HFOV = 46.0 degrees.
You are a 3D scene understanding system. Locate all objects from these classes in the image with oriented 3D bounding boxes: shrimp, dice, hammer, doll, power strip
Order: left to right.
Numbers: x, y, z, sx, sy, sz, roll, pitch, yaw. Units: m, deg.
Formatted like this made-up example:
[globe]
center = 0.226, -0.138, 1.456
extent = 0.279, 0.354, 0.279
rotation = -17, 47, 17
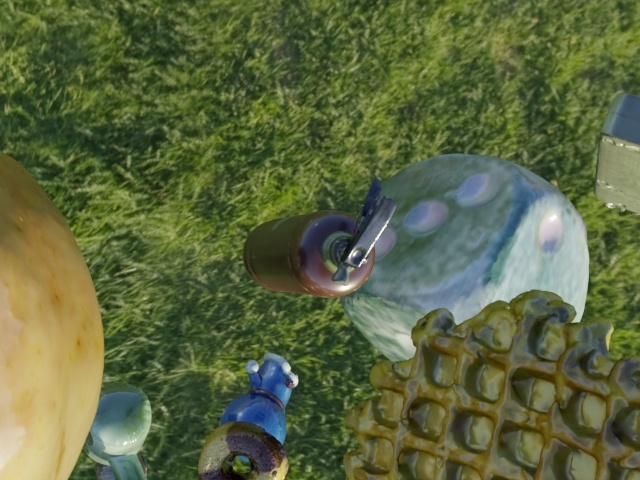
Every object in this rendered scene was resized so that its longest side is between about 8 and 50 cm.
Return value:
[shrimp]
center = -0.411, 0.491, 1.572
extent = 0.126, 0.223, 0.047
rotation = 22, 111, -36
[hammer]
center = -0.315, 0.420, 1.304
extent = 0.119, 0.206, 0.335
rotation = -20, 73, -26
[doll]
center = -0.148, 0.399, 1.803
extent = 0.215, 0.161, 0.257
rotation = 57, 42, -29
[dice]
center = 0.261, 0.060, 1.352
extent = 0.348, 0.328, 0.330
rotation = -55, 131, -22
[power strip]
center = 0.356, -0.077, 0.835
extent = 0.093, 0.288, 0.053
rotation = 22, 86, 21

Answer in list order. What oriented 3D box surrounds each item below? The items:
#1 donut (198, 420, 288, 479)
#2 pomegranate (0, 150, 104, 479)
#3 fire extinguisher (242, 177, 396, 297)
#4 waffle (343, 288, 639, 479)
[donut]
center = -0.122, 0.350, 1.160
extent = 0.140, 0.059, 0.140
rotation = 0, 89, 7
[pomegranate]
center = -0.363, 0.101, 0.565
extent = 0.411, 0.411, 0.411
rotation = 6, 77, -26
[fire extinguisher]
center = 0.000, 0.000, 0.908
extent = 0.102, 0.344, 0.138
rotation = 25, 79, -17
[waffle]
center = 0.121, 0.161, 0.510
extent = 0.253, 0.249, 0.056
rotation = -49, 140, 14
